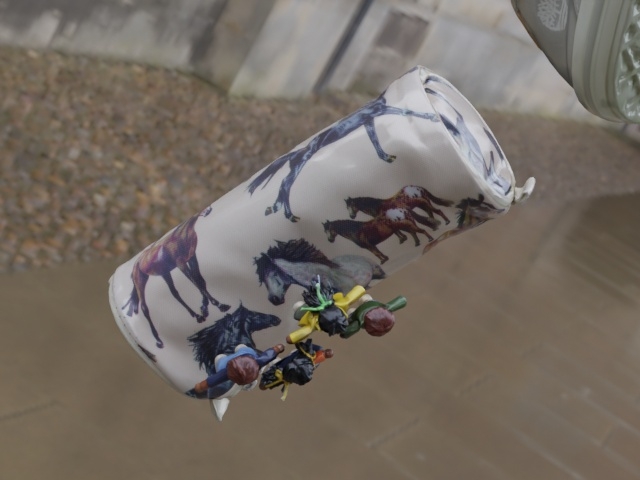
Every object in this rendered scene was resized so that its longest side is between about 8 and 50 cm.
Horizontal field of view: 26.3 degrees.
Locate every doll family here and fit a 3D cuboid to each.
[{"bbox_3d":[-0.018,0.089,1.193,0.076,0.193,0.111,52,-5,-9],"label":"doll family"}]

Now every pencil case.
[{"bbox_3d":[0.000,0.000,1.348,0.183,0.410,0.160,51,16,-21],"label":"pencil case"}]

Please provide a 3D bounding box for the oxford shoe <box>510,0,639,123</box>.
[{"bbox_3d":[0.215,-0.292,0.799,0.169,0.449,0.130,-3,29,-37],"label":"oxford shoe"}]
